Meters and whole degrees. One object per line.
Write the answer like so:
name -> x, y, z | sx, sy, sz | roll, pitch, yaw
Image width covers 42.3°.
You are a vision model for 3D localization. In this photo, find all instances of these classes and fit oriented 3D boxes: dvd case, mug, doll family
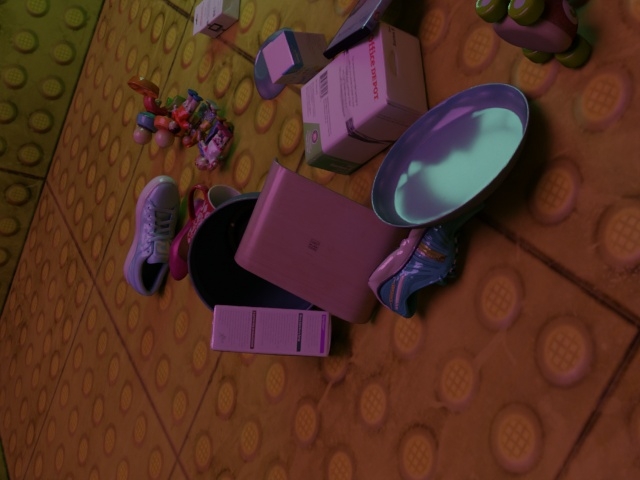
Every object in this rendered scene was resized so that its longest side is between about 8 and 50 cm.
dvd case -> 0.110, -0.492, 1.699 | 0.253, 0.022, 0.180 | -59, 20, -19
mug -> -0.282, -0.062, 2.167 | 0.169, 0.113, 0.150 | -53, 54, 38
doll family -> -0.323, -0.290, 2.331 | 0.163, 0.118, 0.263 | -53, 58, 23

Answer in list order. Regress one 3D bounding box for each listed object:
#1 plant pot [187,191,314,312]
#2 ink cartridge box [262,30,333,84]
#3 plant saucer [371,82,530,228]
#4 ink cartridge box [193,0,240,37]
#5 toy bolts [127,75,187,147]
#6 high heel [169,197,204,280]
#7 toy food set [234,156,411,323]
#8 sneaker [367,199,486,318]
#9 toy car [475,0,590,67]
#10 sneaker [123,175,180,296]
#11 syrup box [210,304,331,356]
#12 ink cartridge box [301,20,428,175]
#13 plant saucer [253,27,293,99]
plant pot -> -0.127, 0.018, 1.797 | 0.196, 0.293, 0.293 | -89, 23, -70
ink cartridge box -> -0.043, -0.423, 1.924 | 0.092, 0.143, 0.089 | -30, 73, 48
plant saucer -> 0.225, -0.138, 1.413 | 0.318, 0.044, 0.317 | -33, 32, 24
ink cartridge box -> -0.310, -0.677, 2.463 | 0.180, 0.060, 0.104 | -17, 66, 52
toy bolts -> -0.534, -0.385, 2.570 | 0.228, 0.218, 0.158 | 4, 69, 63
high heel -> -0.343, 0.003, 2.271 | 0.117, 0.082, 0.244 | 21, 88, 58
toy food set -> 0.000, 0.000, 1.617 | 0.219, 0.306, 0.092 | -66, -9, 15
sneaker -> 0.204, 0.023, 1.457 | 0.110, 0.107, 0.275 | 47, 118, 18
toy car -> 0.367, -0.395, 1.305 | 0.149, 0.155, 0.188 | 29, 91, 56
sneaker -> -0.470, -0.003, 2.425 | 0.150, 0.135, 0.365 | 39, 120, 46
syrup box -> -0.097, 0.185, 1.686 | 0.093, 0.237, 0.096 | 93, -179, -83
ink cartridge box -> 0.085, -0.285, 1.697 | 0.273, 0.115, 0.198 | -31, 54, 47
plant saucer -> -0.129, -0.464, 2.147 | 0.195, 0.038, 0.194 | -25, 58, 51
